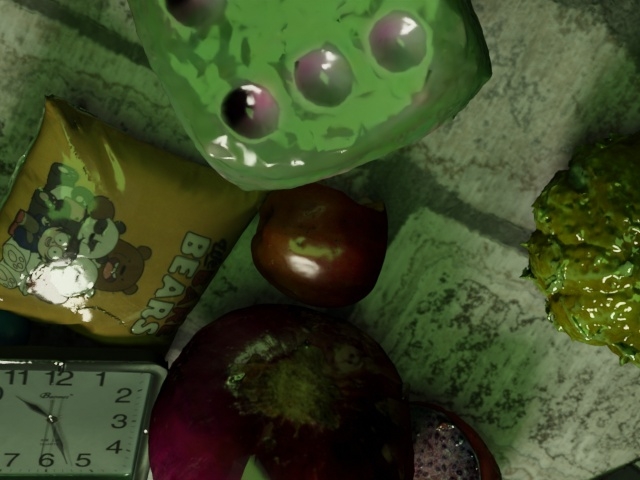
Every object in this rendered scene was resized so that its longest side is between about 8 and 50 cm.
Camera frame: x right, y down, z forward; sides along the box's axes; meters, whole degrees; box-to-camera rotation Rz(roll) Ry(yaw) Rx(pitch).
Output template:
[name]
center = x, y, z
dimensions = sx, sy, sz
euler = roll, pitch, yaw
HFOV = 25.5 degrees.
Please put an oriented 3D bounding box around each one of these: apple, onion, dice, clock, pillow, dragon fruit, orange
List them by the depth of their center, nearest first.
[dice]
center = -0.013, -0.257, 1.534
dimensions = 0.322, 0.330, 0.318
euler = -24, 109, 9
[orange]
center = 0.393, 0.004, 1.675
dimensions = 0.301, 0.223, 0.300
euler = 22, 105, -5
[apple]
center = -0.003, 0.006, 1.726
dimensions = 0.158, 0.156, 0.147
euler = 7, 68, -19
[pillow]
center = -0.260, 0.002, 1.739
dimensions = 0.312, 0.119, 0.310
euler = 24, 108, -26
[onion]
center = -0.055, 0.273, 1.769
dimensions = 0.347, 0.348, 0.385
euler = 14, 146, -3
[clock]
center = -0.346, 0.232, 1.822
dimensions = 0.273, 0.049, 0.279
euler = 3, 132, -16
[dragon fruit]
center = 0.157, 0.319, 1.850
dimensions = 0.224, 0.148, 0.218
euler = -38, 63, 31

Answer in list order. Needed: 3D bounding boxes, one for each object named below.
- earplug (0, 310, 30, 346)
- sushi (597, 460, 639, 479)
[earplug]
center = -0.483, 0.168, 1.827
dimensions = 0.273, 0.132, 0.132
euler = -43, 103, 13
[sushi]
center = 0.436, 0.450, 1.894
dimensions = 0.292, 0.059, 0.294
euler = -28, 77, 7
